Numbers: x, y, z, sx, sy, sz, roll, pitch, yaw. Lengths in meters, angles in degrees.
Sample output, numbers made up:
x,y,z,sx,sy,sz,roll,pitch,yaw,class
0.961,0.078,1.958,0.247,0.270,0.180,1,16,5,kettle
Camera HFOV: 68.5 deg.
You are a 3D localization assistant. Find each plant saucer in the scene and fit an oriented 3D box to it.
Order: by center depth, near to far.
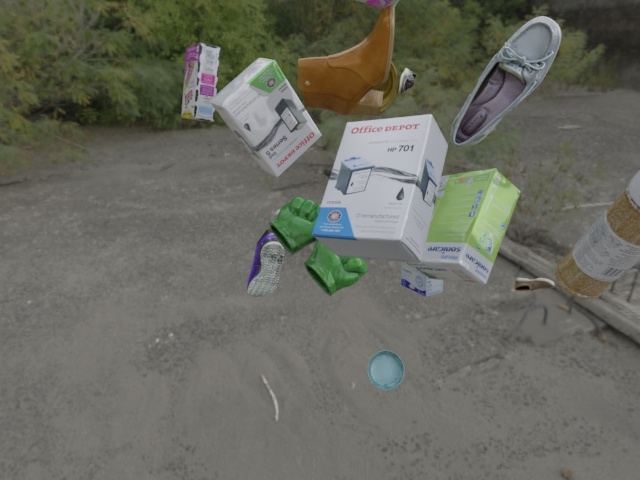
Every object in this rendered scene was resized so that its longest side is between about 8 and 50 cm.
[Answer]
x,y,z,sx,sy,sz,roll,pitch,yaw,class
0.201,0.403,1.464,0.119,0.119,0.021,-7,-8,-13,plant saucer

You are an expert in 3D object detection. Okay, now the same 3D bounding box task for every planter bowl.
x,y,z,sx,sy,sz,roll,pitch,yaw,class
0.184,-0.564,1.665,0.217,0.217,0.090,10,28,25,planter bowl

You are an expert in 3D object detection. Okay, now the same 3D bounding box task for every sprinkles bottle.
x,y,z,sx,sy,sz,roll,pitch,yaw,class
0.638,-0.007,1.000,0.121,0.355,0.121,3,54,-4,sprinkles bottle

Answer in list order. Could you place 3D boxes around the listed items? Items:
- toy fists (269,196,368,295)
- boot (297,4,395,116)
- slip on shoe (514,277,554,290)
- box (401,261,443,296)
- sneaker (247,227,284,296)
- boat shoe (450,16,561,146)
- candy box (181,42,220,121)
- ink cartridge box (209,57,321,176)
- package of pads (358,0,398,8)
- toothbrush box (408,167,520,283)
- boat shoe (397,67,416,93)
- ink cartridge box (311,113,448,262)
x,y,z,sx,sy,sz,roll,pitch,yaw,class
0.000,0.000,1.182,0.142,0.096,0.279,-37,66,-17,toy fists
0.053,-0.406,1.082,0.211,0.295,0.104,9,57,2,boot
0.737,0.156,1.624,0.135,0.051,0.041,2,55,48,slip on shoe
0.317,0.089,1.469,0.072,0.137,0.126,-9,17,-27,box
-0.201,0.077,1.726,0.102,0.293,0.146,9,39,-21,sneaker
0.411,-0.347,1.063,0.118,0.320,0.103,41,30,5,boat shoe
-0.398,-0.515,1.549,0.071,0.233,0.159,0,13,-32,candy box
-0.152,-0.355,1.372,0.198,0.273,0.115,-45,38,-8,ink cartridge box
0.062,-0.593,0.942,0.297,0.101,0.229,9,-5,-14,package of pads
0.383,-0.038,1.282,0.122,0.283,0.206,34,-17,-26,toothbrush box
0.294,-0.541,1.593,0.049,0.056,0.152,17,47,8,boat shoe
0.086,-0.073,0.664,0.140,0.190,0.082,3,-21,35,ink cartridge box
